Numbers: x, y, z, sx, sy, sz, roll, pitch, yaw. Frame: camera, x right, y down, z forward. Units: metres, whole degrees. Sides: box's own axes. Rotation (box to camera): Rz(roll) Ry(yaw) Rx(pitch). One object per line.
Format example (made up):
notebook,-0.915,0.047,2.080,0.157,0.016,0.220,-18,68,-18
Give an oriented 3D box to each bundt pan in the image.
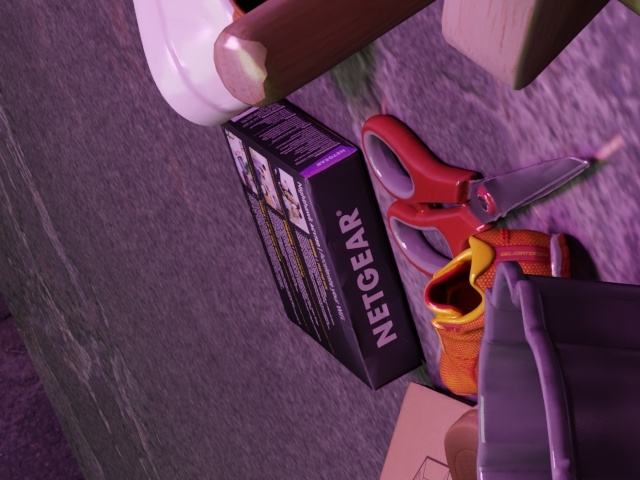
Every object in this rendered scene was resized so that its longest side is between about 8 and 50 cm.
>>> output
bundt pan,0.148,0.170,0.875,0.331,0.124,0.331,177,90,-89

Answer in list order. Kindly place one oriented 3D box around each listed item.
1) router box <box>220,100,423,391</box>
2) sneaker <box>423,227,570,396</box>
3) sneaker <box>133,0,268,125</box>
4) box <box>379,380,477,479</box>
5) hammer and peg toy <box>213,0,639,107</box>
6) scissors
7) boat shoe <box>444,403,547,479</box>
router box,0.000,0.000,1.350,0.133,0.046,0.179,38,152,54
sneaker,0.086,0.036,1.086,0.175,0.067,0.064,108,166,-61
sneaker,-0.069,-0.223,1.168,0.123,0.106,0.290,-26,82,39
box,0.068,0.201,1.278,0.164,0.021,0.201,14,86,69
hammer and peg toy,0.113,-0.143,0.396,0.127,0.266,0.361,38,156,14
scissors,0.095,-0.014,1.095,0.297,0.021,0.109,16,129,67
boat shoe,0.149,0.180,1.147,0.104,0.089,0.285,29,150,34
